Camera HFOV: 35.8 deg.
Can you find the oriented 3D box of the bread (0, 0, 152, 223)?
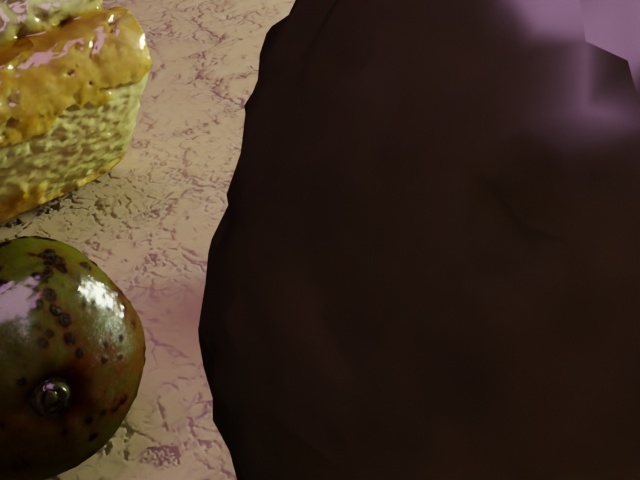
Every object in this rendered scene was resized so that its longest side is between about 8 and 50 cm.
[{"bbox_3d":[-0.344,-0.087,0.878,0.375,0.236,0.165,-31,81,-32],"label":"bread"}]

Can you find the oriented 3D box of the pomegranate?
[{"bbox_3d":[-0.200,0.075,0.655,0.159,0.159,0.205,-22,9,-24],"label":"pomegranate"}]

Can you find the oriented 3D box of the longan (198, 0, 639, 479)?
[{"bbox_3d":[0.133,-0.014,0.495,0.404,0.404,0.436,19,41,35],"label":"longan"}]
